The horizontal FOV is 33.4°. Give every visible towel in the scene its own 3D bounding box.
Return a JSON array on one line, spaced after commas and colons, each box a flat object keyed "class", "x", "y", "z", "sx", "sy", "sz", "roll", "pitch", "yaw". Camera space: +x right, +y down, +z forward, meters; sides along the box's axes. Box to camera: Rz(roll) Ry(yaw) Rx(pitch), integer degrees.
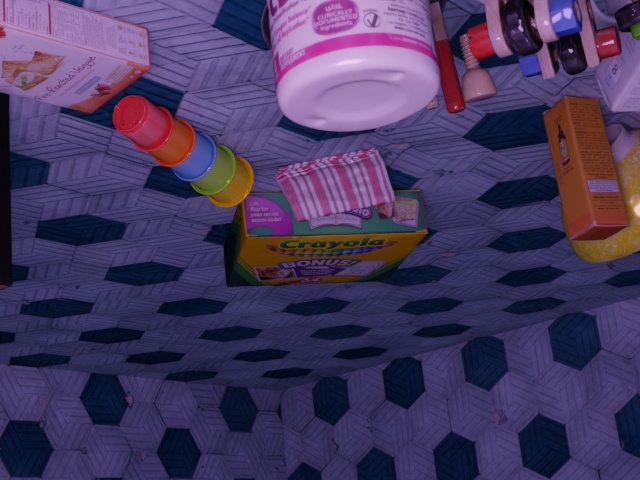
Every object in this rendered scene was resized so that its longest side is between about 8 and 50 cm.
[{"class": "towel", "x": 0.030, "y": -0.097, "z": 1.954, "sx": 0.197, "sy": 0.029, "sz": 0.144, "roll": -11, "pitch": 141, "yaw": 13}]

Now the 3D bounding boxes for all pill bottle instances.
[{"class": "pill bottle", "x": 0.023, "y": -0.267, "z": 1.066, "sx": 0.160, "sy": 0.283, "sz": 0.160, "roll": -6, "pitch": 162, "yaw": -2}]

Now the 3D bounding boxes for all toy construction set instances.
[{"class": "toy construction set", "x": 0.210, "y": -0.298, "z": 1.193, "sx": 0.257, "sy": 0.237, "sz": 0.309, "roll": -10, "pitch": 174, "yaw": -38}]

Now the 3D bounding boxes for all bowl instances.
[{"class": "bowl", "x": 0.532, "y": -0.112, "z": 1.896, "sx": 0.156, "sy": 0.289, "sz": 0.289, "roll": 48, "pitch": 138, "yaw": -15}]

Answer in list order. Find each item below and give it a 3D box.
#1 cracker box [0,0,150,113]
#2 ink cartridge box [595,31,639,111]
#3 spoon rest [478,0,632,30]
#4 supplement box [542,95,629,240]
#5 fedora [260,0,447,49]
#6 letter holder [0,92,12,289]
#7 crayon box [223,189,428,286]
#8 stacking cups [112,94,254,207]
[{"class": "cracker box", "x": -0.360, "y": -0.244, "z": 1.384, "sx": 0.232, "sy": 0.067, "sz": 0.156, "roll": 10, "pitch": 155, "yaw": -40}, {"class": "ink cartridge box", "x": 0.604, "y": -0.331, "z": 1.480, "sx": 0.308, "sy": 0.091, "sz": 0.385, "roll": -1, "pitch": 145, "yaw": -15}, {"class": "spoon rest", "x": 0.302, "y": -0.320, "z": 1.349, "sx": 0.276, "sy": 0.084, "sz": 0.137, "roll": 5, "pitch": 159, "yaw": -34}, {"class": "supplement box", "x": 0.438, "y": -0.121, "z": 1.766, "sx": 0.080, "sy": 0.233, "sz": 0.078, "roll": -3, "pitch": 162, "yaw": -23}, {"class": "fedora", "x": 0.049, "y": -0.257, "z": 1.390, "sx": 0.244, "sy": 0.124, "sz": 0.275, "roll": 1, "pitch": 161, "yaw": -23}, {"class": "letter holder", "x": -0.559, "y": -0.067, "z": 1.481, "sx": 0.214, "sy": 0.301, "sz": 0.152, "roll": -17, "pitch": 159, "yaw": 31}, {"class": "crayon box", "x": 0.000, "y": 0.000, "z": 2.195, "sx": 0.363, "sy": 0.106, "sz": 0.313, "roll": -2, "pitch": 162, "yaw": -13}, {"class": "stacking cups", "x": -0.220, "y": -0.152, "z": 1.715, "sx": 0.096, "sy": 0.096, "sz": 0.316, "roll": -13, "pitch": 156, "yaw": 21}]
